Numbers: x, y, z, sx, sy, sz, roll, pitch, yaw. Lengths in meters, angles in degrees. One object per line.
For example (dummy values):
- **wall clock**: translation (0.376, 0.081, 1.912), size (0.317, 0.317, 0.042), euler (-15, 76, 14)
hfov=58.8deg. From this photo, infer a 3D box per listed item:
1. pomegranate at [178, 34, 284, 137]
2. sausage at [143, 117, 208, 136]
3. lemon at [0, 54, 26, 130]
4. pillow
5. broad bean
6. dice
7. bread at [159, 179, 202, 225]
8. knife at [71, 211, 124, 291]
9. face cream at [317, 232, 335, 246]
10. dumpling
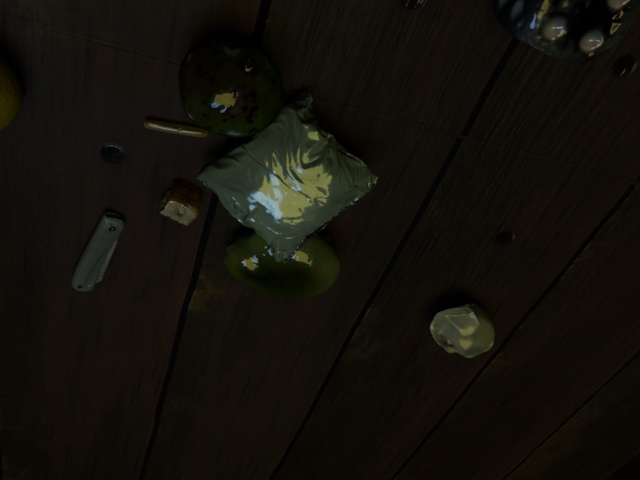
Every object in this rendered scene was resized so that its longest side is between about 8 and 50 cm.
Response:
- **pomegranate**: translation (-0.178, -0.279, 1.090), size (0.202, 0.202, 0.248), euler (18, 155, -21)
- **sausage**: translation (-0.305, -0.237, 1.202), size (0.132, 0.024, 0.024), euler (8, 130, -12)
- **lemon**: translation (-0.655, -0.277, 1.025), size (0.187, 0.186, 0.244), euler (-43, 154, 27)
- **pillow**: translation (-0.061, -0.128, 1.226), size (0.310, 0.138, 0.283), euler (-36, 108, 13)
- **broad bean**: translation (-0.093, 0.052, 1.405), size (0.291, 0.119, 0.238), euler (10, 133, -6)
- **dice**: translation (0.437, -0.437, 1.011), size (0.183, 0.181, 0.182), euler (12, 127, -16)
- **bread**: translation (-0.319, -0.086, 1.303), size (0.083, 0.070, 0.077), euler (28, 123, -30)
- **knife**: translation (-0.548, 0.031, 1.401), size (0.073, 0.040, 0.265), euler (14, 129, -32)
- **face cream**: translation (0.000, 0.000, 1.447), size (0.083, 0.021, 0.040), euler (25, 127, -25)
- **dumpling**: translation (0.420, 0.264, 1.656), size (0.162, 0.132, 0.250), euler (-33, 127, 16)
